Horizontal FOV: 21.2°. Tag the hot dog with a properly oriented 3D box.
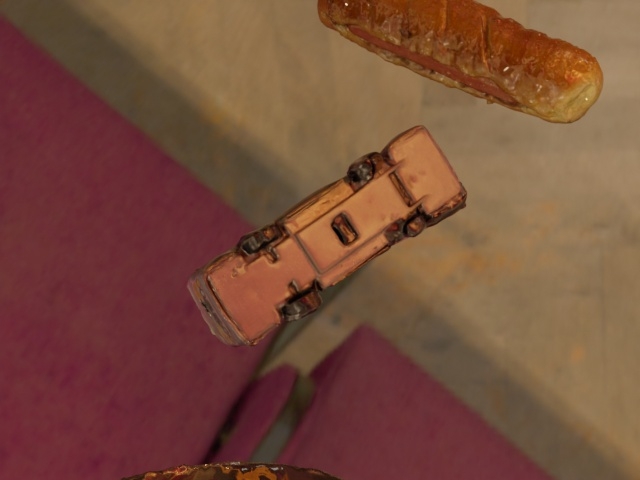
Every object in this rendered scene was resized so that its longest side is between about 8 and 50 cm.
[{"bbox_3d":[0.113,-0.174,1.453,0.286,0.088,0.061,24,154,31],"label":"hot dog"}]

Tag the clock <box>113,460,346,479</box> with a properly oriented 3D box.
[{"bbox_3d":[-0.093,0.213,0.924,0.280,0.055,0.280,-13,146,-9],"label":"clock"}]

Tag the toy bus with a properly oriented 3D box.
[{"bbox_3d":[0.000,0.000,1.836,0.112,0.317,0.138,60,157,-3],"label":"toy bus"}]
